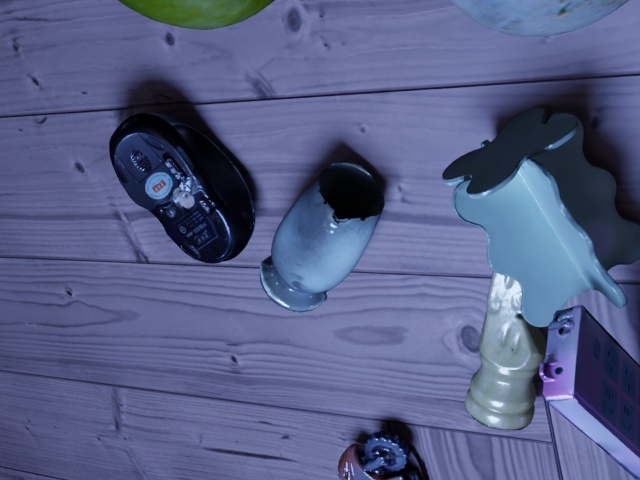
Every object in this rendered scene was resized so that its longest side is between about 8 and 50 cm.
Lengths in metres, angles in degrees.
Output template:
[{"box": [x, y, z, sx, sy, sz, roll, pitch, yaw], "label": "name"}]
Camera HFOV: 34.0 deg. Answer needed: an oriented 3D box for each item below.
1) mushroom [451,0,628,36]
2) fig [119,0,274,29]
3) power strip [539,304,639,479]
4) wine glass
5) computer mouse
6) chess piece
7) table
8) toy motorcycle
[{"box": [0.201, -0.316, 0.949, 0.243, 0.243, 0.243, 17, 126, 24], "label": "mushroom"}, {"box": [-0.148, -0.381, 1.076, 0.316, 0.316, 0.316, 17, 126, 24], "label": "fig"}, {"box": [0.320, 0.174, 1.148, 0.037, 0.109, 0.279, -11, 144, 37], "label": "power strip"}, {"box": [0.000, 0.000, 1.325, 0.111, 0.111, 0.204, 40, 135, 6], "label": "wine glass"}, {"box": [-0.179, -0.077, 1.408, 0.137, 0.096, 0.233, -25, 107, 46], "label": "computer mouse"}, {"box": [0.234, 0.125, 1.280, 0.090, 0.090, 0.200, 17, 115, 24], "label": "chess piece"}, {"box": [0.249, -0.020, 1.127, 0.166, 0.166, 0.198, -19, 115, 40], "label": "table"}, {"box": [0.100, 0.360, 1.512, 0.118, 0.084, 0.212, -12, 116, 29], "label": "toy motorcycle"}]
